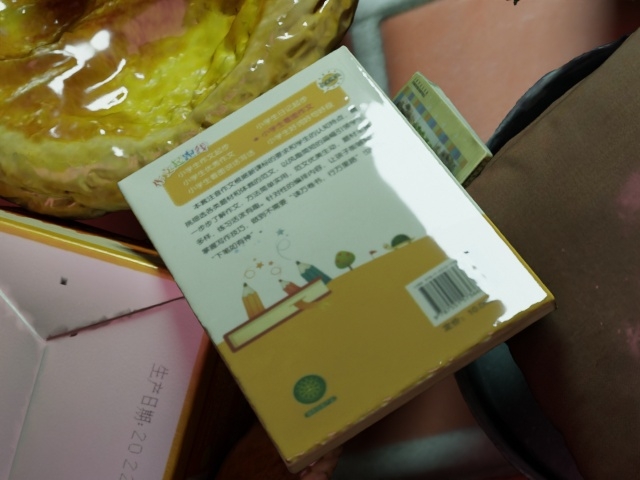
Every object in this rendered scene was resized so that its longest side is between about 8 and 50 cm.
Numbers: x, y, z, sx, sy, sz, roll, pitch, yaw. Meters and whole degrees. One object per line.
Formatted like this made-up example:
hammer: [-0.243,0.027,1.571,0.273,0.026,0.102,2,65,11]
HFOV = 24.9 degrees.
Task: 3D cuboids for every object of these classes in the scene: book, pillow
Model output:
book: [0.051,-0.036,1.201,0.192,0.013,0.168,-50,31,14]
pillow: [0.248,0.006,0.963,0.308,0.108,0.305,-44,59,21]
book: [0.000,0.000,1.022,0.208,0.020,0.295,-32,52,-4]

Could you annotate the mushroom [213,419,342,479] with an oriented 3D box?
mushroom: [0.028,0.271,1.097,0.208,0.233,0.302,-42,78,-15]

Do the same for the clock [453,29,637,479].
clock: [0.273,0.026,1.059,0.386,0.076,0.386,-10,70,28]

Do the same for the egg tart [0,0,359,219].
egg tart: [-0.147,-0.191,1.296,0.443,0.178,0.443,-13,53,18]

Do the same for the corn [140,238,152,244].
corn: [-0.206,0.101,1.328,0.237,0.079,0.079,-52,56,9]

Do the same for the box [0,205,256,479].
box: [-0.196,0.135,1.178,0.260,0.214,0.283,17,92,16]

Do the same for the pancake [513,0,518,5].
pancake: [0.339,-0.259,1.085,0.427,0.067,0.305,21,73,33]
